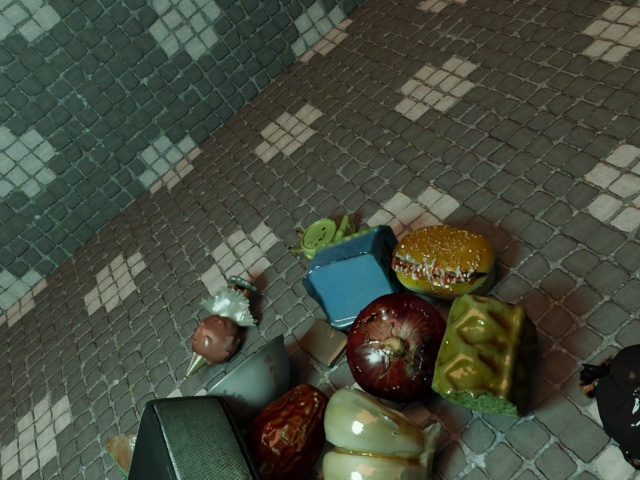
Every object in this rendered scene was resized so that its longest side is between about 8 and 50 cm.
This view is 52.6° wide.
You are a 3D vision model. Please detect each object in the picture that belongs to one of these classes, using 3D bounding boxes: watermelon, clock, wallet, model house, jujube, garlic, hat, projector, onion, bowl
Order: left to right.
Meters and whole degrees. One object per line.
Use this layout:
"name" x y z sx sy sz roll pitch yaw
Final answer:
"watermelon" -0.560 0.668 1.991 0.231 0.128 0.146 -24 66 40
"projector" -0.302 0.641 1.539 0.405 0.242 0.395 49 127 51
"bowl" -0.192 0.433 1.820 0.345 0.345 0.157 -40 81 -1
"jujube" -0.089 0.507 1.677 0.197 0.197 0.290 11 50 45
"clock" 0.000 0.000 2.209 0.231 0.069 0.170 -7 48 35
"wallet" 0.015 0.303 1.920 0.118 0.039 0.152 -50 42 -10
"model house" 0.108 0.077 1.938 0.237 0.216 0.303 -20 26 24
"garlic" 0.116 0.493 1.538 0.313 0.286 0.249 8 13 37
"onion" 0.199 0.269 1.630 0.276 0.276 0.276 -22 41 21
"hat" 0.675 0.267 1.270 0.336 0.209 0.238 -45 40 -7

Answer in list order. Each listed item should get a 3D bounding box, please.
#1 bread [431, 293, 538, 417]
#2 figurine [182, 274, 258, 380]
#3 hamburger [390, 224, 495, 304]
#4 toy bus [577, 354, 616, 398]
"bread" 0.386 0.273 1.499 0.196 0.238 0.252 -9 56 37
"figurine" -0.329 0.300 2.131 0.206 0.166 0.387 22 65 1
"hamburger" 0.344 0.058 1.805 0.295 0.151 0.227 11 57 44
"toy bus" 0.621 0.300 1.430 0.110 0.031 0.043 -41 31 -2
